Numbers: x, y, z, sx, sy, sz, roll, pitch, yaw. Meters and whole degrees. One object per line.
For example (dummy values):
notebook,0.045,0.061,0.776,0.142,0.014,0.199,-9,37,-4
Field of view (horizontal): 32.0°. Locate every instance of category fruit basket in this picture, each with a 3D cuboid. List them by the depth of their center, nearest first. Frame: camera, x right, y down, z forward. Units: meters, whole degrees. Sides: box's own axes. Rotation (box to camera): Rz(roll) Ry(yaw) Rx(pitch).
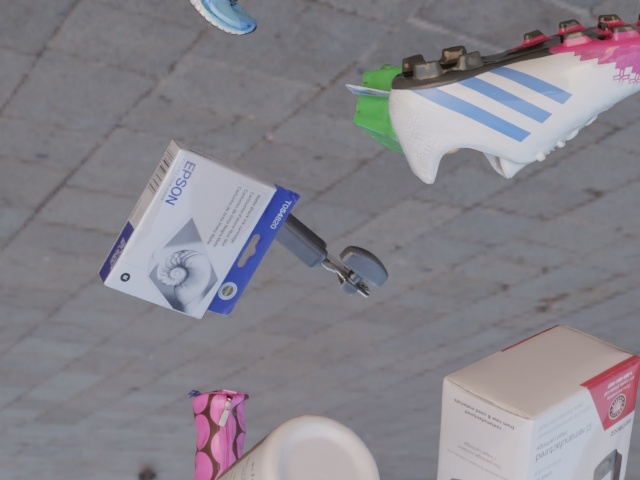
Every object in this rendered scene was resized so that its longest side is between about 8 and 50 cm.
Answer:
fruit basket,0.261,-0.248,2.186,0.352,0.166,0.327,4,171,23

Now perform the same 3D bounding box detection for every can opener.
can opener,0.000,0.000,2.027,0.283,0.076,0.095,40,103,-16

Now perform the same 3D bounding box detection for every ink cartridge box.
ink cartridge box,0.248,0.280,1.297,0.226,0.306,0.131,-19,-153,-41
ink cartridge box,-0.159,-0.002,1.545,0.224,0.045,0.223,21,106,-34

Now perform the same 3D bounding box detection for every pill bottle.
pill bottle,-0.049,0.280,1.147,0.131,0.131,0.229,10,145,-28

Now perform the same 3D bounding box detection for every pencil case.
pencil case,-0.139,0.315,1.571,0.095,0.209,0.098,4,162,-28

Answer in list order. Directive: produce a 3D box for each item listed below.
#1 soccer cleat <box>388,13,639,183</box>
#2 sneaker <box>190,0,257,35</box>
soccer cleat,0.235,-0.146,1.168,0.331,0.143,0.116,-11,-162,-2
sneaker,-0.144,-0.344,1.506,0.162,0.063,0.073,43,109,-11
